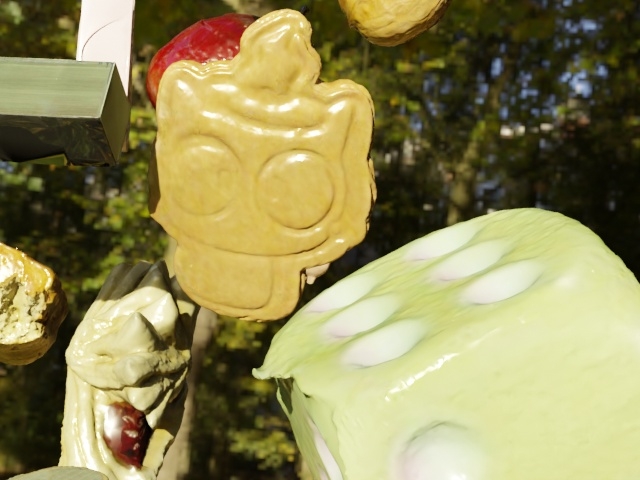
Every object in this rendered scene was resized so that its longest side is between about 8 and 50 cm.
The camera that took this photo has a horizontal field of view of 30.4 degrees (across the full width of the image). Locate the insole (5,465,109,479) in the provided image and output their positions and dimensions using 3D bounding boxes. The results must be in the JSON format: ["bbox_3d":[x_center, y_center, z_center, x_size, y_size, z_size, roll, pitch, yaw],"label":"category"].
[{"bbox_3d":[-0.318,0.276,1.200,0.119,0.009,0.348,5,5,19],"label":"insole"}]

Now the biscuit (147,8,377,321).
[{"bbox_3d":[-0.067,-0.079,1.357,0.269,0.376,0.051,10,20,0],"label":"biscuit"}]

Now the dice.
[{"bbox_3d":[0.117,0.141,0.845,0.254,0.250,0.252,-27,14,-7],"label":"dice"}]

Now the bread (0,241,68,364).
[{"bbox_3d":[-0.507,0.101,1.861,0.195,0.149,0.344,26,-15,-1],"label":"bread"}]

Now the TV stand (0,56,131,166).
[{"bbox_3d":[-0.350,-0.141,1.267,0.269,0.083,0.088,4,-31,8],"label":"TV stand"}]

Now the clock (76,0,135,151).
[{"bbox_3d":[-0.325,-0.278,1.791,0.080,0.290,0.275,4,-4,-8],"label":"clock"}]

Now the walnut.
[{"bbox_3d":[0.138,-0.461,2.146,0.221,0.195,0.195,-37,-26,16],"label":"walnut"}]

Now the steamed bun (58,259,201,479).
[{"bbox_3d":[-0.254,0.171,1.651,0.189,0.428,0.247,-11,-48,24],"label":"steamed bun"}]

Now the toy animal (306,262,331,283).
[{"bbox_3d":[-0.003,0.001,1.981,0.083,0.150,0.089,16,18,4],"label":"toy animal"}]

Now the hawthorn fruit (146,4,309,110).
[{"bbox_3d":[-0.110,-0.237,1.706,0.266,0.210,0.230,-38,-20,1],"label":"hawthorn fruit"}]
